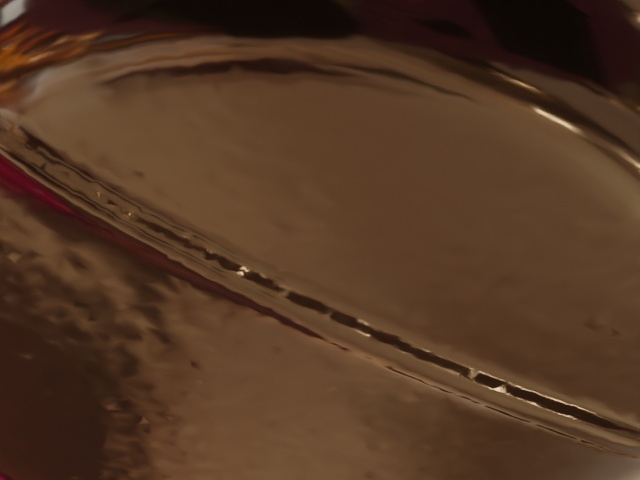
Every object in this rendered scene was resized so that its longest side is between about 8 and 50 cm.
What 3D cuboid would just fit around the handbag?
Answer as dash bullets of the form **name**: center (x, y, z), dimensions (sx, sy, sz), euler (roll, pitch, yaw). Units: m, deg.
- **handbag**: center (0.000, 0.001, 0.514), dimensions (0.308, 0.253, 0.093), euler (-46, -155, 52)
